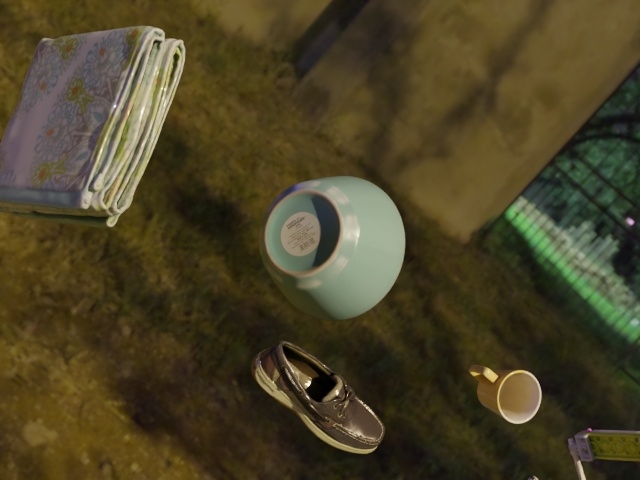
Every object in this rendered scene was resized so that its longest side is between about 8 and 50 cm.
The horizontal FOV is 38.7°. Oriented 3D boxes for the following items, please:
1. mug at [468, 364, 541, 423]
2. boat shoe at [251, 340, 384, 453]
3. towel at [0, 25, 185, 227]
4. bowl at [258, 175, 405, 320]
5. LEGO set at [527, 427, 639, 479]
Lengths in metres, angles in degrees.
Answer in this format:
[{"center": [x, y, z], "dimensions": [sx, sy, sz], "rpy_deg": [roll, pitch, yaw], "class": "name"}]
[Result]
[{"center": [0.218, 0.176, 1.092], "dimensions": [0.064, 0.062, 0.078], "rpy_deg": [2, -67, 67], "class": "mug"}, {"center": [0.004, 0.152, 0.876], "dimensions": [0.152, 0.049, 0.056], "rpy_deg": [35, 46, -13], "class": "boat shoe"}, {"center": [-0.396, -0.186, 1.491], "dimensions": [0.375, 0.320, 0.090], "rpy_deg": [6, -17, 42], "class": "towel"}, {"center": [0.000, 0.000, 1.847], "dimensions": [0.311, 0.311, 0.163], "rpy_deg": [45, 10, 26], "class": "bowl"}, {"center": [0.198, 0.230, 0.756], "dimensions": [0.132, 0.287, 0.107], "rpy_deg": [-36, 110, -66], "class": "LEGO set"}]
